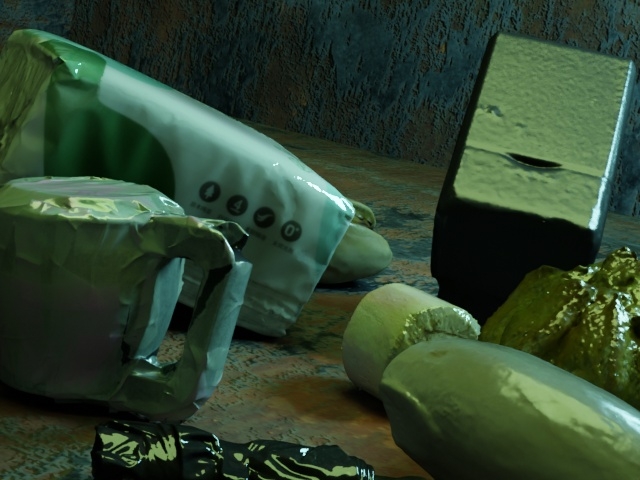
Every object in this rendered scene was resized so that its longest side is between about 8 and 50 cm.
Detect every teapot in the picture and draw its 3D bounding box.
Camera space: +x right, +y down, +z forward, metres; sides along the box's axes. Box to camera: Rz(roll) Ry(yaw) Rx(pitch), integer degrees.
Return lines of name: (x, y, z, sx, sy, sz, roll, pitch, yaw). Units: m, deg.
teapot: (-0.166, 0.045, 1.073, 0.222, 0.178, 0.163, 5, 10, 0)

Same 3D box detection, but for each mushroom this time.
mushroom: (0.202, 0.167, 0.946, 0.350, 0.128, 0.128, 19, 12, 25)

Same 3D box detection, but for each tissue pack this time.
tissue pack: (-0.182, -0.066, 1.404, 0.357, 0.193, 0.266, 26, 5, -26)

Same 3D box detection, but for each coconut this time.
coconut: (0.080, 0.099, 1.244, 0.116, 0.116, 0.122, 6, 9, -29)

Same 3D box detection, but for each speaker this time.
speaker: (0.233, -0.053, 1.517, 0.180, 0.184, 0.388, 14, 45, 9)

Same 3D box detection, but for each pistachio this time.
pistachio: (0.000, 0.000, 1.730, 0.206, 0.131, 0.129, 10, 53, -42)

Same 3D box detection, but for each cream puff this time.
cream puff: (0.245, 0.116, 1.158, 0.244, 0.196, 0.244, 30, -19, 12)

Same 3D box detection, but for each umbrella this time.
umbrella: (-0.037, 0.159, 0.905, 0.236, 0.059, 0.066, 8, 27, -12)

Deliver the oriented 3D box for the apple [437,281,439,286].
apple: (0.232, 0.026, 1.650, 0.155, 0.182, 0.182, 25, -1, -42)
